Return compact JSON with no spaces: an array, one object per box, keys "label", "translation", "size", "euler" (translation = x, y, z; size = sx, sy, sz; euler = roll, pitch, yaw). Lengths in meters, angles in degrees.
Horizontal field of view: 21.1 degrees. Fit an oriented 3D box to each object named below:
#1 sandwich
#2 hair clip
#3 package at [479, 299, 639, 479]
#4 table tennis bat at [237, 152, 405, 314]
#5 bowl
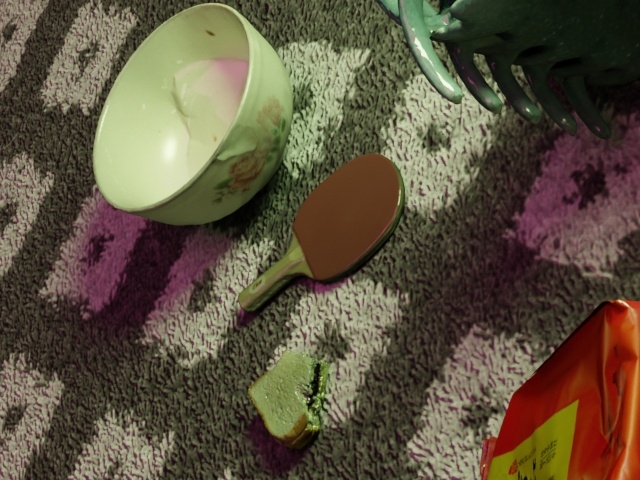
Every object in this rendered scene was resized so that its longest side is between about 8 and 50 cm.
[{"label":"sandwich","translation":[-0.026,0.170,1.854],"size":[0.093,0.035,0.105],"euler":[-45,42,17]},{"label":"hair clip","translation":[0.227,-0.249,1.614],"size":[0.238,0.318,0.392],"euler":[-55,53,25]},{"label":"package","translation":[0.222,0.195,1.403],"size":[0.423,0.123,0.196],"euler":[116,164,-64]},{"label":"table tennis bat","translation":[0.000,0.000,1.947],"size":[0.246,0.022,0.138],"euler":[-40,43,20]},{"label":"bowl","translation":[-0.135,-0.133,2.070],"size":[0.277,0.145,0.277],"euler":[-23,52,34]}]
